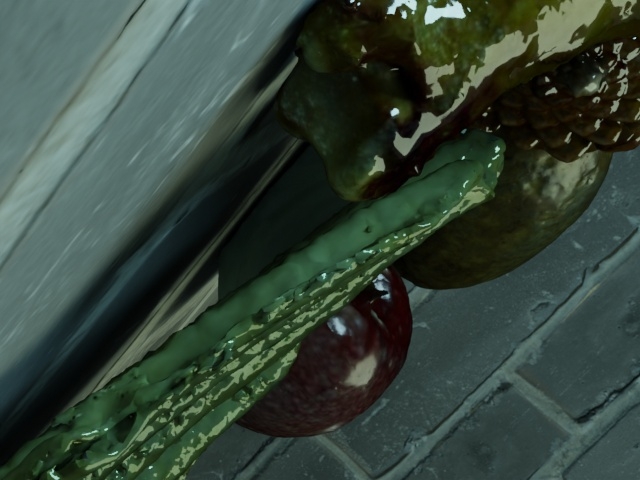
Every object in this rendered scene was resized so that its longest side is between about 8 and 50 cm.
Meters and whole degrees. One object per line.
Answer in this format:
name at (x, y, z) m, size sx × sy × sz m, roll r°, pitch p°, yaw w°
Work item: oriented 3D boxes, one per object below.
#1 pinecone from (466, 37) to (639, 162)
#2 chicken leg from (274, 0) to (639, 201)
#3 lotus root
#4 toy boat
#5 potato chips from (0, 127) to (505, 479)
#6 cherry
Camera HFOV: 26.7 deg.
pinecone at (0.143, -0.129, 0.753) m, size 0.173 × 0.173 × 0.173 m, roll -48°, pitch 178°, yaw -2°
chicken leg at (0.149, -0.161, 0.556) m, size 0.361 × 0.140 × 0.211 m, roll -29°, pitch 137°, yaw -25°
lotus root at (0.181, -0.095, 1.459) m, size 0.250 × 0.250 × 0.346 m, roll -47°, pitch 173°, yaw -30°
toy boat at (0.000, 0.000, 0.993) m, size 0.199 × 0.100 × 0.290 m, roll -48°, pitch 179°, yaw -39°
potato chips at (-0.073, 0.090, 0.741) m, size 0.429 × 0.070 × 0.358 m, roll -39°, pitch 173°, yaw -9°
cherry at (-0.019, 0.115, 1.513) m, size 0.300 × 0.203 × 0.230 m, roll -33°, pitch -171°, yaw 32°
